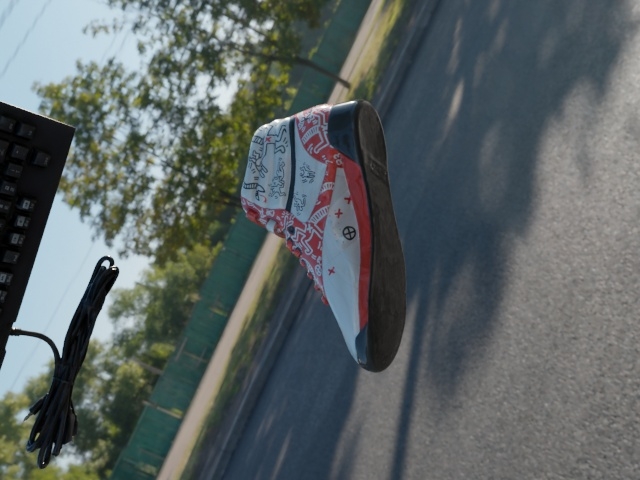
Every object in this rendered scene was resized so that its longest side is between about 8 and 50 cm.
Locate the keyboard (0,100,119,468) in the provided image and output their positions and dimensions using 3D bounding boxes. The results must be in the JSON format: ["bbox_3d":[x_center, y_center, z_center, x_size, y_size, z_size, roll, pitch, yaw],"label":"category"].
[{"bbox_3d":[-0.238,0.065,0.489,0.033,0.202,0.317,19,91,43],"label":"keyboard"}]

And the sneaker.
[{"bbox_3d":[0.001,-0.001,0.709,0.090,0.145,0.270,-13,-83,-58],"label":"sneaker"}]
